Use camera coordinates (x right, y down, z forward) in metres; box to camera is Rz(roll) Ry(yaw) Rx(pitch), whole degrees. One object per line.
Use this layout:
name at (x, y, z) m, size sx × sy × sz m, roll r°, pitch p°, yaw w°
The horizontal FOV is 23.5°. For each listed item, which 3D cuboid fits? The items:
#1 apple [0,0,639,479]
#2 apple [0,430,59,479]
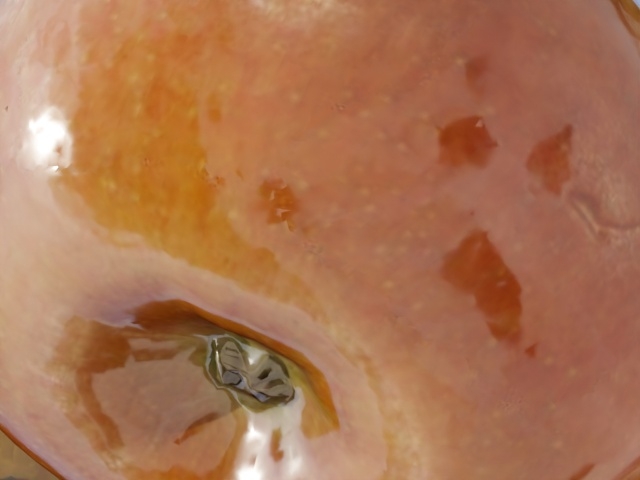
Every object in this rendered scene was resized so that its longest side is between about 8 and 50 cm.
apple at (0.000, 0.000, 0.521) m, size 0.272 × 0.251 × 0.206 m, roll 37°, pitch -130°, yaw -3°
apple at (-0.198, 0.220, 1.012) m, size 0.400 × 0.400 × 0.333 m, roll 38°, pitch -127°, yaw -37°
